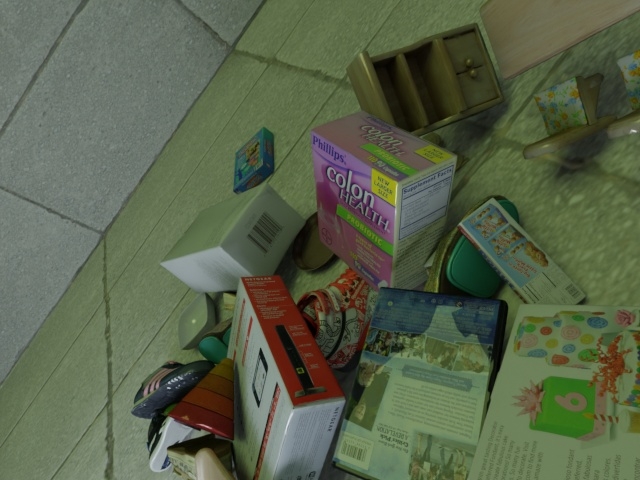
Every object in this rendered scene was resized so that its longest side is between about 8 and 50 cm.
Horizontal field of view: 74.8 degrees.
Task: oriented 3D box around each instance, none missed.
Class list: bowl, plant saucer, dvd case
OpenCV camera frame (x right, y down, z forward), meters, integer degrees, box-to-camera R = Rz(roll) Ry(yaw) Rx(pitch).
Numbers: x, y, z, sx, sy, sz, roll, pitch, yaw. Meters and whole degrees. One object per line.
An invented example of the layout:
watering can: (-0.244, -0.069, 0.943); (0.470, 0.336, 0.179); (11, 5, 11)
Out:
bowl: (-0.352, 0.236, 1.212); (0.142, 0.053, 0.142); (-45, 39, 17)
plant saucer: (0.000, 0.000, 1.001); (0.168, 0.029, 0.169); (-28, 47, 34)
dvd case: (0.128, 0.185, 0.535); (0.180, 0.022, 0.253); (2, 62, 35)

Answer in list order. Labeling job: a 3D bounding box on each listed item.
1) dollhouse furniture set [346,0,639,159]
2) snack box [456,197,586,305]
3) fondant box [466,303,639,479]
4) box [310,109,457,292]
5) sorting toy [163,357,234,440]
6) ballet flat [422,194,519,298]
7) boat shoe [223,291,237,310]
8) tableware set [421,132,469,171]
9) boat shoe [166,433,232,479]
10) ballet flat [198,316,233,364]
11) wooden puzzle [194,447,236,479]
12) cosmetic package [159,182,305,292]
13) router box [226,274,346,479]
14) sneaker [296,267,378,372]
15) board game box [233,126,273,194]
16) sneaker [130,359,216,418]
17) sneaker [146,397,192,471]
dollhouse furniture set: (0.245, -0.287, 0.611); (0.256, 0.362, 0.394); (-24, 6, -17)
snack box: (0.274, 0.026, 0.581); (0.064, 0.022, 0.178); (-37, 74, -3)
fondant box: (0.333, 0.179, 0.378); (0.330, 0.096, 0.238); (-6, 39, 45)
box: (0.096, -0.060, 0.714); (0.117, 0.243, 0.213); (-25, 45, -24)
sorting toy: (-0.228, 0.313, 0.843); (0.365, 0.127, 0.126); (-46, 21, 60)
ballet flat: (0.199, 0.086, 0.652); (0.123, 0.123, 0.349); (8, 71, 51)
boat shoe: (-0.196, 0.171, 1.084); (0.170, 0.063, 0.059); (5, 91, 49)
tableware set: (0.218, -0.149, 0.868); (0.141, 0.020, 0.169); (-46, 37, 12)
boat shoe: (-0.250, 0.460, 0.860); (0.285, 0.104, 0.090); (-37, 64, 59)
ballet flat: (-0.193, 0.224, 0.996); (0.106, 0.108, 0.316); (-45, 9, -38)
wooden puzzle: (-0.124, 0.475, 0.659); (0.238, 0.044, 0.221); (8, 104, 50)
cosmetic package: (-0.245, 0.009, 1.112); (0.384, 0.156, 0.217); (-12, 40, 52)
router box: (-0.091, 0.280, 0.732); (0.301, 0.082, 0.336); (-127, 44, -51)
sneaker: (0.046, 0.100, 0.779); (0.090, 0.145, 0.270); (7, 70, 51)
board game box: (-0.231, -0.272, 1.443); (0.160, 0.047, 0.210); (-34, 43, 29)
sneaker: (-0.389, 0.363, 1.117); (0.318, 0.112, 0.131); (-32, 38, 24)
sneaker: (-0.379, 0.453, 1.064); (0.217, 0.079, 0.121); (-59, 37, 0)
